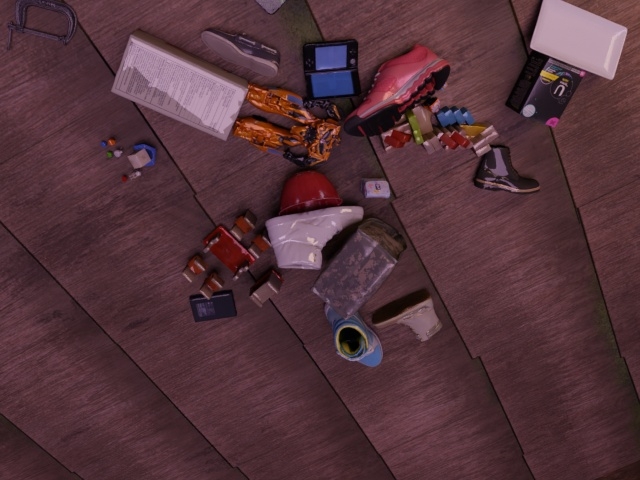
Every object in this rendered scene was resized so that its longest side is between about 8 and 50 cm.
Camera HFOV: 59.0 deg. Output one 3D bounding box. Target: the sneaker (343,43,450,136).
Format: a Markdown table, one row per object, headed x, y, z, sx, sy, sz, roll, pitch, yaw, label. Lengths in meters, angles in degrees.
| x | y | z | sx | sy | sz | roll | pitch | yaw | label |
| --- | --- | --- | --- | --- | --- | --- | --- | --- | --- |
| 0.180 | -0.392 | 1.485 | 0.314 | 0.136 | 0.116 | -35 | 158 | 2 | sneaker |

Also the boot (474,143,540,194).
| x | y | z | sx | sy | sz | roll | pitch | yaw | label |
| --- | --- | --- | --- | --- | --- | --- | --- | --- | --- |
| 0.565 | -0.213 | 1.667 | 0.198 | 0.077 | 0.137 | 3 | 113 | -11 | boot |

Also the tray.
| x | y | z | sx | sy | sz | roll | pitch | yaw | label |
| --- | --- | --- | --- | --- | --- | --- | --- | --- | --- |
| 0.683 | -0.536 | 1.507 | 0.271 | 0.030 | 0.145 | 14 | 94 | -15 | tray |

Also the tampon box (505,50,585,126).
| x | y | z | sx | sy | sz | roll | pitch | yaw | label |
| --- | --- | --- | --- | --- | --- | --- | --- | --- | --- |
| 0.608 | -0.412 | 1.542 | 0.121 | 0.101 | 0.161 | 14 | 116 | -15 | tampon box |

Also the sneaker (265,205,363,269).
| x | y | z | sx | sy | sz | roll | pitch | yaw | label |
| --- | --- | --- | --- | --- | --- | --- | --- | --- | --- |
| 0.000 | 0.000 | 1.627 | 0.293 | 0.108 | 0.169 | -11 | 79 | -14 | sneaker |

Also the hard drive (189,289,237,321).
| x | y | z | sx | sy | sz | roll | pitch | yaw | label |
| --- | --- | --- | --- | --- | --- | --- | --- | --- | --- |
| -0.340 | 0.210 | 1.801 | 0.135 | 0.022 | 0.094 | -8 | 119 | -3 | hard drive |

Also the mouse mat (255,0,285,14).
| x | y | z | sx | sy | sz | roll | pitch | yaw | label |
| --- | --- | --- | --- | --- | --- | --- | --- | --- | --- |
| -0.137 | -0.663 | 1.358 | 0.190 | 0.007 | 0.152 | 38 | 108 | -25 | mouse mat |

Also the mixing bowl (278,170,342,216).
| x | y | z | sx | sy | sz | roll | pitch | yaw | label |
| --- | --- | --- | --- | --- | --- | --- | --- | --- | --- |
| -0.038 | -0.135 | 1.589 | 0.182 | 0.181 | 0.098 | -13 | 80 | -1 | mixing bowl |

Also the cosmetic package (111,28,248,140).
| x | y | z | sx | sy | sz | roll | pitch | yaw | label |
| --- | --- | --- | --- | --- | --- | --- | --- | --- | --- |
| -0.344 | -0.387 | 1.412 | 0.296 | 0.129 | 0.153 | 23 | 112 | -18 | cosmetic package |

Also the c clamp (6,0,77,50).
| x | y | z | sx | sy | sz | roll | pitch | yaw | label |
| --- | --- | --- | --- | --- | --- | --- | --- | --- | --- |
| -0.669 | -0.515 | 1.361 | 0.161 | 0.022 | 0.137 | 6 | 112 | -9 | c clamp |

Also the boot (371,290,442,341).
| x | y | z | sx | sy | sz | roll | pitch | yaw | label |
| --- | --- | --- | --- | --- | --- | --- | --- | --- | --- |
| 0.292 | 0.276 | 1.894 | 0.213 | 0.077 | 0.165 | -26 | 121 | 3 | boot |

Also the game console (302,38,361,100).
| x | y | z | sx | sy | sz | roll | pitch | yaw | label |
| --- | --- | --- | --- | --- | --- | --- | --- | --- | --- |
| 0.032 | -0.438 | 1.455 | 0.144 | 0.085 | 0.124 | -6 | 136 | -5 | game console |

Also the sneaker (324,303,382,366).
| x | y | z | sx | sy | sz | roll | pitch | yaw | label |
| --- | --- | --- | --- | --- | --- | --- | --- | --- | --- |
| 0.121 | 0.346 | 1.833 | 0.127 | 0.208 | 0.319 | -32 | 118 | 8 | sneaker |

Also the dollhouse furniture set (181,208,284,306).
| x | y | z | sx | sy | sz | roll | pitch | yaw | label |
| --- | --- | --- | --- | --- | --- | --- | --- | --- | --- |
| -0.236 | 0.069 | 1.701 | 0.262 | 0.135 | 0.259 | -40 | 105 | 14 | dollhouse furniture set |

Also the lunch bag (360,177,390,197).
| x | y | z | sx | sy | sz | roll | pitch | yaw | label |
| --- | --- | --- | --- | --- | --- | --- | --- | --- | --- |
| 0.159 | -0.150 | 1.636 | 0.071 | 0.083 | 0.053 | 0 | 119 | -7 | lunch bag |

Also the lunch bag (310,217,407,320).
| x | y | z | sx | sy | sz | roll | pitch | yaw | label |
| --- | --- | --- | --- | --- | --- | --- | --- | --- | --- |
| 0.124 | 0.068 | 1.662 | 0.169 | 0.287 | 0.235 | 41 | 108 | 7 | lunch bag |

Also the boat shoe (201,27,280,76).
| x | y | z | sx | sy | sz | roll | pitch | yaw | label |
| --- | --- | --- | --- | --- | --- | --- | --- | --- | --- |
| -0.197 | -0.486 | 1.429 | 0.206 | 0.075 | 0.064 | 23 | 70 | -13 | boat shoe |

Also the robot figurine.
| x | y | z | sx | sy | sz | roll | pitch | yaw | label |
| --- | --- | --- | --- | --- | --- | --- | --- | --- | --- |
| -0.077 | -0.304 | 1.518 | 0.291 | 0.085 | 0.211 | 16 | 116 | -16 | robot figurine |

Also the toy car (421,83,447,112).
| x | y | z | sx | sy | sz | roll | pitch | yaw | label |
| --- | --- | --- | --- | --- | --- | --- | --- | --- | --- |
| 0.320 | -0.387 | 1.513 | 0.040 | 0.060 | 0.122 | 45 | 72 | -24 | toy car |

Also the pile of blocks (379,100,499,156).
| x | y | z | sx | sy | sz | roll | pitch | yaw | label |
| --- | --- | --- | --- | --- | --- | --- | --- | --- | --- |
| 0.328 | -0.306 | 1.557 | 0.362 | 0.112 | 0.148 | -1 | 119 | -7 | pile of blocks |

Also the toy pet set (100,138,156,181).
| x | y | z | sx | sy | sz | roll | pitch | yaw | label |
| --- | --- | --- | --- | --- | --- | --- | --- | --- | --- |
| -0.507 | -0.232 | 1.528 | 0.114 | 0.065 | 0.122 | -3 | 123 | 35 | toy pet set |
